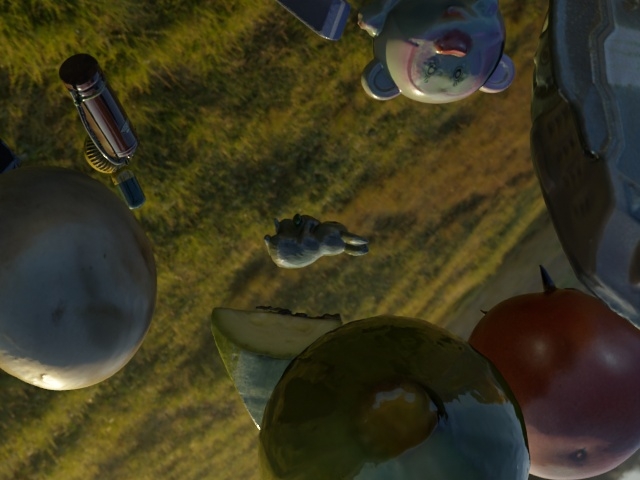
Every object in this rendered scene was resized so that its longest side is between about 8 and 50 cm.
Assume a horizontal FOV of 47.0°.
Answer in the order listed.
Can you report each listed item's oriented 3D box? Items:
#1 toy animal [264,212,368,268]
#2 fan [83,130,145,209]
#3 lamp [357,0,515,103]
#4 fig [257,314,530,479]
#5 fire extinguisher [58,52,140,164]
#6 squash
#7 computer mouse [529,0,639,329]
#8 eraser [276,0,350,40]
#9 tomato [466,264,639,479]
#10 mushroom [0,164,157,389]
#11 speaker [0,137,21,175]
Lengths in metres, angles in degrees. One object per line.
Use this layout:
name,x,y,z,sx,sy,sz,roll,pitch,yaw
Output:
toy animal,0.001,0.000,1.775,0.127,0.251,0.125,60,33,-61
fan,-0.349,-0.127,1.282,0.082,0.155,0.039,-36,-161,-36
lamp,0.173,-0.368,1.145,0.247,0.247,0.301,-8,109,-10
fig,0.066,0.170,0.627,0.239,0.239,0.271,-40,165,-19
fire extinguisher,-0.238,-0.136,0.818,0.158,0.043,0.064,75,26,-59
squash,-0.074,0.205,0.943,0.169,0.093,0.252,7,128,-13
computer mouse,0.252,-0.062,0.568,0.199,0.389,0.115,4,160,-9
eraser,-0.029,-0.497,1.509,0.036,0.225,0.082,-14,138,-40
tomato,0.308,0.184,0.958,0.225,0.255,0.256,-88,-161,-50
mushroom,-0.266,0.043,0.677,0.215,0.207,0.207,-21,164,14
speaker,-0.686,-0.129,1.250,0.232,0.184,0.254,-62,141,-30
